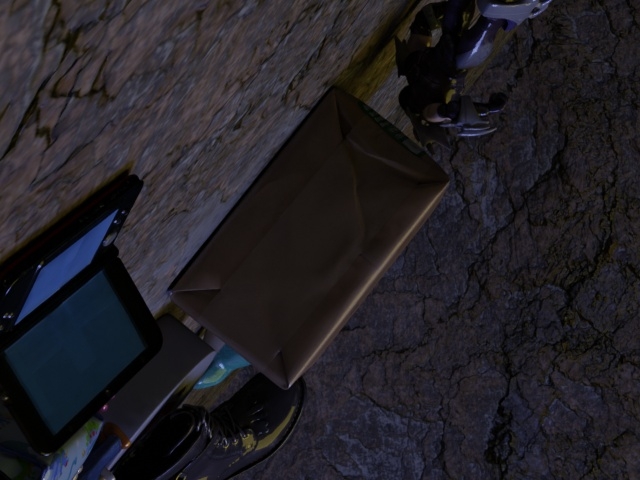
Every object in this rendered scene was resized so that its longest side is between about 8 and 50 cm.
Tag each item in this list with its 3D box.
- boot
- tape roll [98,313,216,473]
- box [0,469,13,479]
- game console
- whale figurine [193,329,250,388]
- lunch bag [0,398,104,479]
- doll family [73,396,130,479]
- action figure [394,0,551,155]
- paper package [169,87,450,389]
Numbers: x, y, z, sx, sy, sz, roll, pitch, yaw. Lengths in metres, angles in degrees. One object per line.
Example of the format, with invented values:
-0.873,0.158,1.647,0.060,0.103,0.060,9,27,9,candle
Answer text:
-0.127,0.230,1.431,0.263,0.091,0.229,-44,162,-9,boot
-0.219,0.191,1.410,0.219,0.072,0.219,-50,175,-6,tape roll
-0.251,0.237,0.716,0.233,0.183,0.059,-45,172,-48,box
-0.151,0.047,0.794,0.144,0.085,0.124,-47,174,-48,game console
-0.083,0.126,1.792,0.272,0.141,0.216,-51,176,10,whale figurine
-0.251,0.193,0.930,0.151,0.096,0.129,-62,174,14,lunch bag
-0.265,0.261,1.202,0.163,0.118,0.263,-47,174,-42,doll family
0.153,-0.211,1.306,0.099,0.185,0.285,-10,152,-25,action figure
0.000,0.000,1.428,0.309,0.168,0.325,-52,175,3,paper package
